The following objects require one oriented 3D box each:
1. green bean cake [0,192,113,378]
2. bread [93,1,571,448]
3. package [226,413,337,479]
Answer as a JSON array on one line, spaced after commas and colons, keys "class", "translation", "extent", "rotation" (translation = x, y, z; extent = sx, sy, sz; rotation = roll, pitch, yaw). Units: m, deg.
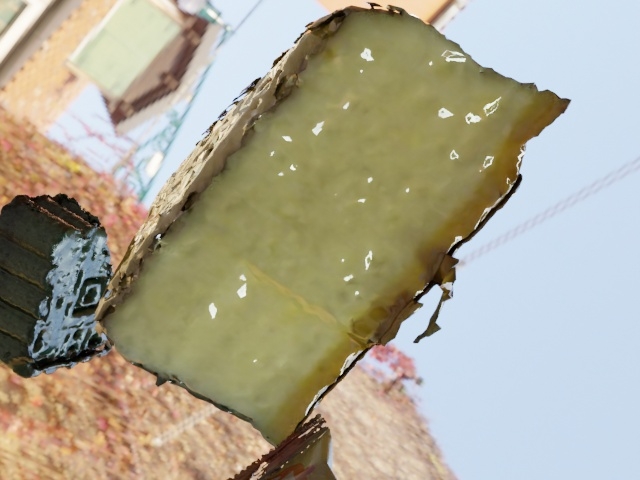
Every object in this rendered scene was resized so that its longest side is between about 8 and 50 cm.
[{"class": "green bean cake", "translation": [-0.307, 0.050, 1.189], "extent": [0.107, 0.193, 0.208], "rotation": [25, -75, 25]}, {"class": "bread", "translation": [0.000, 0.000, 0.815], "extent": [0.315, 0.248, 0.279], "rotation": [-37, -156, 58]}, {"class": "package", "translation": [-0.028, 0.162, 0.551], "extent": [0.108, 0.031, 0.121], "rotation": [-34, -152, 4]}]
